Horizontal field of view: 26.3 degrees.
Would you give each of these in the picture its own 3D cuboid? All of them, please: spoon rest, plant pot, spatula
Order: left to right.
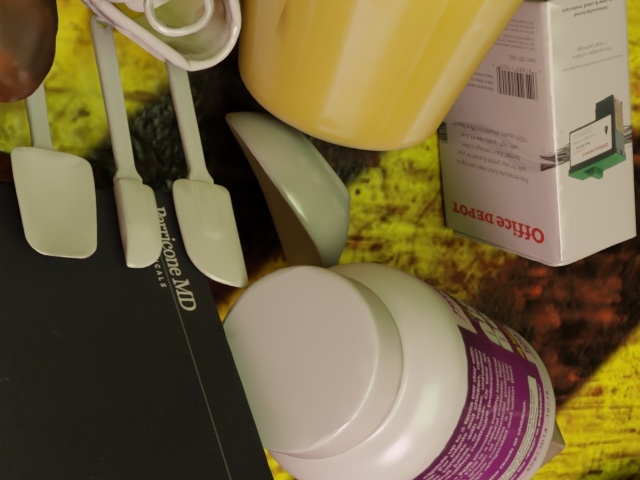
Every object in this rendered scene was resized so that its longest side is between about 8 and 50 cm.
[{"bbox_3d":[-0.141,-0.079,0.944,0.168,0.242,0.019,8,142,-32],"label":"spatula"},{"bbox_3d":[0.000,0.000,1.100,0.084,0.137,0.276,-39,134,1],"label":"spoon rest"},{"bbox_3d":[0.046,-0.207,0.992,0.254,0.254,0.239,-5,132,-32],"label":"plant pot"}]

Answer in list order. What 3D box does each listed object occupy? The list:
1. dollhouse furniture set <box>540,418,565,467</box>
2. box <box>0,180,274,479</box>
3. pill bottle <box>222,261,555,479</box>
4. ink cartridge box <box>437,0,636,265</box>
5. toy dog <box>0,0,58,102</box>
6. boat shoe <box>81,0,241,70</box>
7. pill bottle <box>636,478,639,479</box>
[{"bbox_3d":[0.107,0.171,1.189,0.123,0.144,0.151,22,126,-34],"label":"dollhouse furniture set"},{"bbox_3d":[-0.214,0.140,0.841,0.313,0.343,0.179,4,139,-32],"label":"box"},{"bbox_3d":[0.051,0.110,1.017,0.301,0.169,0.169,27,87,-59],"label":"pill bottle"},{"bbox_3d":[0.176,-0.106,1.153,0.093,0.160,0.219,-18,112,-28],"label":"ink cartridge box"},{"bbox_3d":[-0.303,-0.107,0.641,0.408,0.285,0.395,-33,104,-60],"label":"toy dog"},{"bbox_3d":[-0.116,-0.194,0.833,0.136,0.156,0.367,-45,162,-8],"label":"boat shoe"},{"bbox_3d":[0.324,0.288,1.390,0.160,0.087,0.087,-10,107,-30],"label":"pill bottle"}]
